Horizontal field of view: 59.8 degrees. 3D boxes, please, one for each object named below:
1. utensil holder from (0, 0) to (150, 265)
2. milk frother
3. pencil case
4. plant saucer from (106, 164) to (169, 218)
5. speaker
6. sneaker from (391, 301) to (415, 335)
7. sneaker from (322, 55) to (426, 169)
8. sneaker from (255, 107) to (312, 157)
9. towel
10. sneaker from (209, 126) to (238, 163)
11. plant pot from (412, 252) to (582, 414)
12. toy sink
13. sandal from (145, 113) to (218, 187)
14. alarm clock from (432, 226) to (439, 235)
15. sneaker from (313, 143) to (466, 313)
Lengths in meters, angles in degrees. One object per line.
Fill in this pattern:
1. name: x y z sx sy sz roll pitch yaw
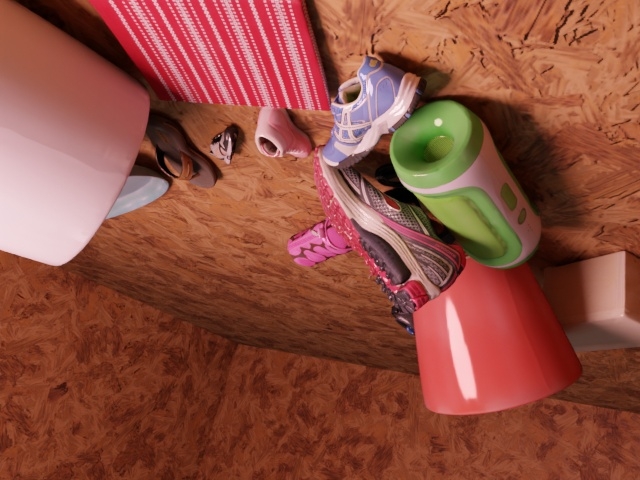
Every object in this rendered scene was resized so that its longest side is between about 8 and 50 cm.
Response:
1. utensil holder: -0.470 -0.173 0.717 0.385 0.328 0.327 27 158 -38
2. milk frother: 0.135 -0.035 0.899 0.129 0.135 0.143 -37 137 27
3. pencil case: 0.000 0.000 1.177 0.098 0.095 0.209 -15 173 -27
4. plant saucer: -0.476 -0.093 1.151 0.317 0.044 0.317 -17 175 -2
5. speaker: 0.212 -0.064 0.774 0.131 0.131 0.296 0 156 38
6. sneaker: 0.290 0.199 1.455 0.216 0.121 0.079 15 162 3
7. sneaker: 0.050 -0.163 0.718 0.081 0.080 0.211 30 150 -13
8. sneaker: -0.059 -0.146 0.844 0.050 0.070 0.134 4 159 25
9. towel: -0.130 -0.240 0.698 0.274 0.031 0.199 8 158 16
10. sneaker: -0.164 -0.160 0.931 0.043 0.040 0.109 21 160 -9
11. plant pot: 0.285 0.143 0.986 0.274 0.243 0.275 -16 176 -1
12. toy sink: 0.511 0.121 1.048 0.152 0.131 0.234 24 155 -22
13. sandal: -0.260 -0.147 1.011 0.089 0.060 0.219 11 160 14
14. alarm clock: 0.161 0.003 1.094 0.129 0.064 0.192 16 159 -2
15. sneaker: 0.086 -0.033 0.826 0.299 0.112 0.121 54 168 24
